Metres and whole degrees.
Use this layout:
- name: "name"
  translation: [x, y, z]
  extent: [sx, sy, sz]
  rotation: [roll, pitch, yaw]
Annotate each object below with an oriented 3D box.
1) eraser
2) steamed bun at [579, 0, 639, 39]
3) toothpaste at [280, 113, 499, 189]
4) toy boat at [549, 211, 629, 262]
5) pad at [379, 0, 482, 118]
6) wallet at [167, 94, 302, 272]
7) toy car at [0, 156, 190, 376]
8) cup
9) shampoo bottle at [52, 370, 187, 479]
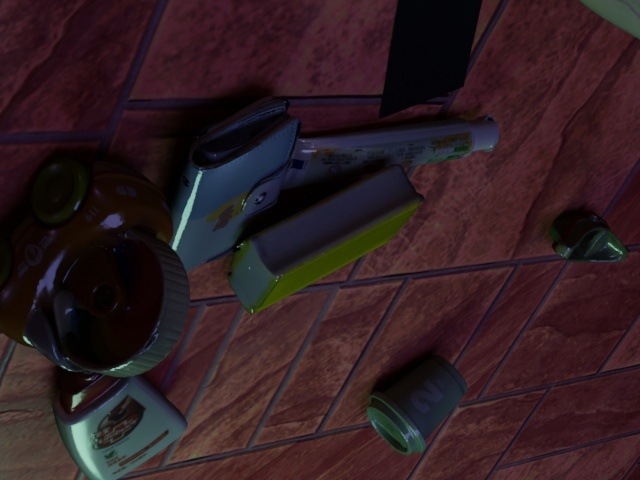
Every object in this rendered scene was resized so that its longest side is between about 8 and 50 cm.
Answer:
- name: "eraser"
  translation: [0.000, 0.000, 1.791]
  extent: [0.226, 0.069, 0.158]
  rotation: [-27, 171, -22]
- name: "steamed bun"
  translation: [0.370, -0.365, 1.637]
  extent: [0.155, 0.200, 0.250]
  rotation: [-39, 161, -49]
- name: "toothpaste"
  translation: [0.087, -0.111, 1.805]
  extent: [0.314, 0.056, 0.058]
  rotation: [-10, 94, -31]
- name: "toy boat"
  translation: [0.399, 0.000, 2.230]
  extent: [0.185, 0.071, 0.089]
  rotation: [3, 129, -47]
- name: "pad"
  translation: [0.133, -0.232, 1.741]
  extent: [0.127, 0.004, 0.190]
  rotation: [-22, 145, -24]
- name: "wallet"
  translation: [-0.111, -0.059, 1.658]
  extent: [0.170, 0.069, 0.231]
  rotation: [-28, 158, -34]
- name: "toy car"
  translation: [-0.234, 0.050, 1.533]
  extent: [0.235, 0.235, 0.145]
  rotation: [-47, 147, 14]
- name: "cup"
  translation: [0.154, 0.251, 2.272]
  extent: [0.141, 0.120, 0.120]
  rotation: [-38, 149, -18]
- name: "shampoo bottle"
  translation: [-0.262, 0.194, 1.821]
  extent: [0.153, 0.071, 0.284]
  rotation: [-32, 149, -13]
